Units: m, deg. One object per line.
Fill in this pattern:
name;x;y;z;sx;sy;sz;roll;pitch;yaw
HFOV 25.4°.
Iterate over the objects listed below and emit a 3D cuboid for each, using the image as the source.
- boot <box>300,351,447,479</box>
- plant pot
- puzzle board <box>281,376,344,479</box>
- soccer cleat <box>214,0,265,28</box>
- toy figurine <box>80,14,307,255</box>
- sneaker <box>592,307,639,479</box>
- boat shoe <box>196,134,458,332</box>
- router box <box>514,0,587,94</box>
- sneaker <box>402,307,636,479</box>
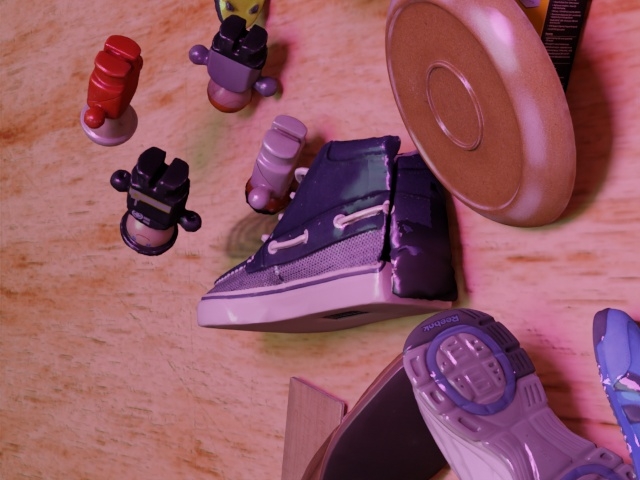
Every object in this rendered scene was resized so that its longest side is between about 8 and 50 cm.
boot;0.043;0.184;1.296;0.115;0.112;0.305;-100;32;-52
plant pot;0.116;-0.112;1.135;0.236;0.032;0.236;51;157;32
puzzle board;-0.007;0.213;1.450;0.096;0.011;0.128;20;109;54
soccer cleat;-0.090;-0.307;1.518;0.072;0.060;0.179;165;108;-66
toy figurine;-0.129;-0.106;1.446;0.213;0.209;0.148;64;157;23
sneaker;0.255;0.133;1.005;0.082;0.069;0.209;-27;55;19
boat shoe;0.000;0.000;1.346;0.340;0.127;0.158;-12;75;49
router box;0.140;-0.186;1.168;0.179;0.046;0.133;37;122;51
sneaker;0.170;0.190;1.107;0.297;0.111;0.129;58;168;24
